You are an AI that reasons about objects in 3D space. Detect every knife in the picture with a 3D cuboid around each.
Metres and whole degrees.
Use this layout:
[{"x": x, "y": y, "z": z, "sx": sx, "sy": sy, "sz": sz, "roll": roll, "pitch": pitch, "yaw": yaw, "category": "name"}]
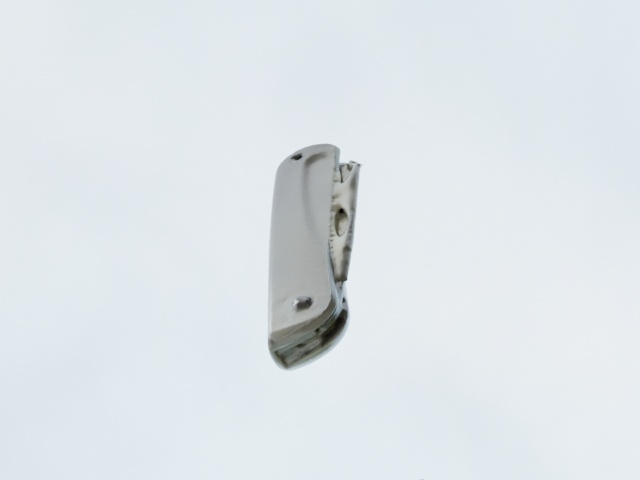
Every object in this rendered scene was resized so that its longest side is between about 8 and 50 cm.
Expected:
[{"x": -0.003, "y": 0.002, "z": 1.117, "sx": 0.073, "sy": 0.041, "sz": 0.265, "roll": -24, "pitch": -154, "yaw": 16, "category": "knife"}]

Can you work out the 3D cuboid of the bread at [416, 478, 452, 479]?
[{"x": 0.125, "y": 0.234, "z": 0.993, "sx": 0.260, "sy": 0.160, "sz": 0.147, "roll": 34, "pitch": -90, "yaw": 10, "category": "bread"}]
